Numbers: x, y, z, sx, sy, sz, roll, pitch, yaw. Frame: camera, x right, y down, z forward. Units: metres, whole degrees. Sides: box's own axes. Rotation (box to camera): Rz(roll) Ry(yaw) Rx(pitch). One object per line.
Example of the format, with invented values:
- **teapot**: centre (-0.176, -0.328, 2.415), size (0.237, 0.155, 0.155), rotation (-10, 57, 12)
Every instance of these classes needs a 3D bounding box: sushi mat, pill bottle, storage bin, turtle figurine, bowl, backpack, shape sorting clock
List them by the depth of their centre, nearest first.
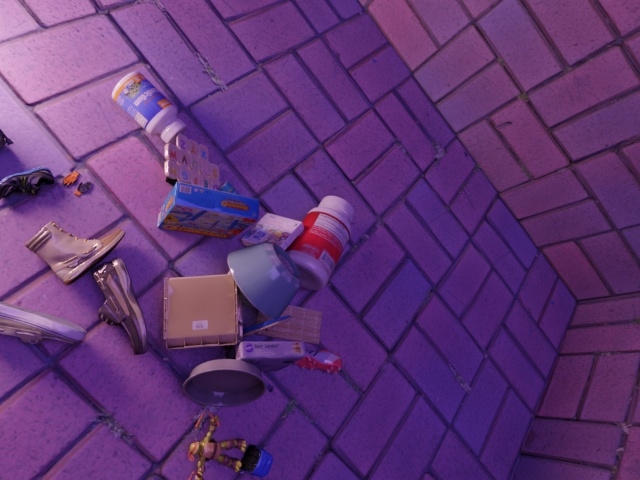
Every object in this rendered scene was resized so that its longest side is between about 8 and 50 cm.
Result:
- **turtle figurine**: centre (-0.385, 0.767, 1.525), size (0.218, 0.087, 0.269), rotation (28, 53, -30)
- **storage bin**: centre (-0.427, 0.260, 1.572), size (0.263, 0.123, 0.259), rotation (-3, 76, -4)
- **backpack**: centre (-0.227, 0.822, 1.586), size (0.101, 0.120, 0.097), rotation (31, 60, -21)
- **bowl**: centre (-0.190, 0.124, 1.622), size (0.163, 0.311, 0.311), rotation (-37, 98, 8)
- **shape sorting clock**: centre (-0.209, 0.338, 1.671), size (0.207, 0.206, 0.040), rotation (-11, 78, -34)
- **pill bottle**: centre (-0.675, -0.522, 1.709), size (0.272, 0.152, 0.152), rotation (44, 57, -12)
- **sushi mat**: centre (-0.131, 0.357, 1.854), size (0.317, 0.019, 0.151), rotation (16, 66, -27)
- **pill bottle**: centre (0.000, 0.000, 1.920), size (0.229, 0.229, 0.407), rotation (39, 58, -16)

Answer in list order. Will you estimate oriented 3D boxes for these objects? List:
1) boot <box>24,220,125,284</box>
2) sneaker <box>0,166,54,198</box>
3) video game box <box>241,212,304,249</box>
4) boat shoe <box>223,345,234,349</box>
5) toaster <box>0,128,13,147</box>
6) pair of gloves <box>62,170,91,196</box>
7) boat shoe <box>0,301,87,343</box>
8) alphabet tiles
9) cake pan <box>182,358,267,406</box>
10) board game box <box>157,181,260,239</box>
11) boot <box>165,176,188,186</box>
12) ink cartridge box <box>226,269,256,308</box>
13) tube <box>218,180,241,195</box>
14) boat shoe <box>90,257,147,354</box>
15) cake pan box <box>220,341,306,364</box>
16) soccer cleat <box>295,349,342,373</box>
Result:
- **boot**: centre (-0.841, -0.002, 1.480), size (0.203, 0.095, 0.262), rotation (47, 61, -10)
- **sneaker**: centre (-1.004, -0.188, 1.449), size (0.188, 0.067, 0.078), rotation (-36, 89, -38)
- **video game box**: centre (-0.204, -0.029, 1.828), size (0.187, 0.205, 0.048), rotation (-47, 139, -34)
- **boat shoe**: centre (-0.396, 0.332, 1.663), size (0.073, 0.073, 0.206), rotation (-7, 69, -46)
- **toaster**: centre (-1.146, -0.347, 1.377), size (0.227, 0.129, 0.146), rotation (45, 61, -15)
- **pair of gloves**: centre (-0.891, -0.208, 1.561), size (0.083, 0.010, 0.074), rotation (41, 58, -16)
- **boat shoe**: centre (-0.912, 0.277, 1.354), size (0.303, 0.109, 0.093), rotation (23, 79, -15)
- **alphabet tiles**: centre (-0.513, -0.284, 1.734), size (0.284, 0.021, 0.277), rotation (21, 61, -58)
- **cake pan**: centre (-0.341, 0.512, 1.533), size (0.294, 0.293, 0.054), rotation (20, 40, -26)
- **board game box**: centre (-0.435, -0.102, 1.635), size (0.309, 0.302, 0.086), rotation (10, 70, -29)
- **boot**: centre (-0.566, -0.234, 1.708), size (0.099, 0.121, 0.045), rotation (35, 65, -14)
- **ink cartridge box**: centre (-0.293, 0.205, 1.750), size (0.198, 0.067, 0.115), rotation (21, 44, -26)
- **tube**: centre (-0.358, -0.165, 1.857), size (0.207, 0.052, 0.080), rotation (51, 61, -24)
- **boat shoe**: centre (-0.701, 0.239, 1.484), size (0.131, 0.132, 0.354), rotation (-18, 77, -25)
- **cake pan box**: centre (-0.227, 0.448, 1.627), size (0.267, 0.246, 0.070), rotation (7, 58, -29)
- **soccer cleat**: centre (-0.018, 0.510, 1.852), size (0.248, 0.083, 0.095), rotation (20, 36, -20)
